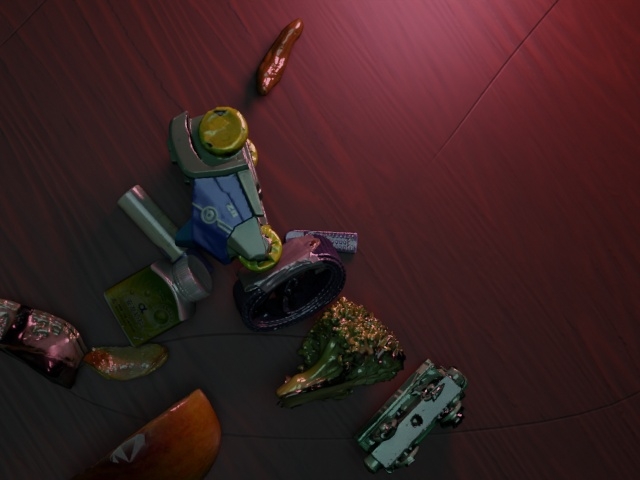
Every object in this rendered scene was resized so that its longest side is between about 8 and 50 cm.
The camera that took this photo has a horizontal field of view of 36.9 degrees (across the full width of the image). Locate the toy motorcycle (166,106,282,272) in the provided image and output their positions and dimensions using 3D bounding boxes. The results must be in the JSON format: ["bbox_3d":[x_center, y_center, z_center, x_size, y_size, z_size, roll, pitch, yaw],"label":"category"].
[{"bbox_3d":[-0.200,-0.082,1.862,0.200,0.191,0.326,-14,76,-1],"label":"toy motorcycle"}]

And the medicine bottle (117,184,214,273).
[{"bbox_3d":[-0.312,-0.009,1.935,0.059,0.059,0.231,-42,92,-7],"label":"medicine bottle"}]

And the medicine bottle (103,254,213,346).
[{"bbox_3d":[-0.311,0.109,1.884,0.188,0.088,0.132,-29,91,15],"label":"medicine bottle"}]

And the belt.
[{"bbox_3d":[-0.067,0.079,1.920,0.230,0.126,0.140,-30,121,1],"label":"belt"}]

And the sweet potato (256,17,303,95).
[{"bbox_3d":[-0.087,-0.381,1.986,0.053,0.054,0.182,24,85,29],"label":"sweet potato"}]

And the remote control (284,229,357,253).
[{"bbox_3d":[0.000,0.000,1.989,0.152,0.027,0.044,5,82,-8],"label":"remote control"}]

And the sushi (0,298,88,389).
[{"bbox_3d":[-0.587,0.173,1.875,0.273,0.134,0.109,27,70,10],"label":"sushi"}]

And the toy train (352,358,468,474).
[{"bbox_3d":[0.188,0.363,1.924,0.115,0.154,0.269,45,82,-1],"label":"toy train"}]

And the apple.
[{"bbox_3d":[-0.344,0.433,1.860,0.346,0.179,0.254,-35,129,-7],"label":"apple"}]

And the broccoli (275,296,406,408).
[{"bbox_3d":[0.019,0.211,1.891,0.273,0.242,0.180,-13,66,-14],"label":"broccoli"}]

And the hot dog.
[{"bbox_3d":[-0.386,0.246,1.909,0.169,0.061,0.078,-2,49,-10],"label":"hot dog"}]
